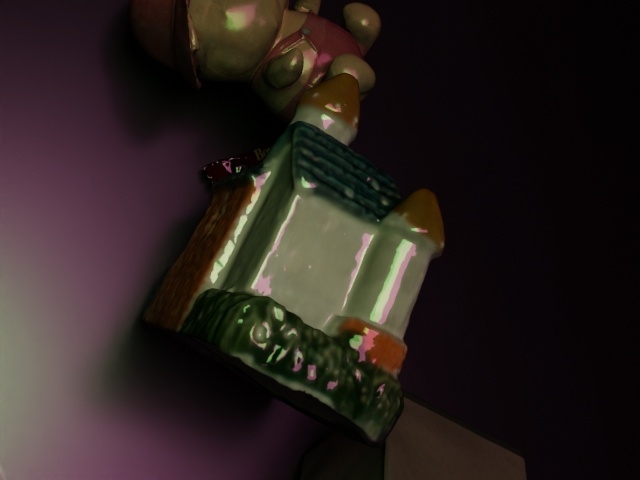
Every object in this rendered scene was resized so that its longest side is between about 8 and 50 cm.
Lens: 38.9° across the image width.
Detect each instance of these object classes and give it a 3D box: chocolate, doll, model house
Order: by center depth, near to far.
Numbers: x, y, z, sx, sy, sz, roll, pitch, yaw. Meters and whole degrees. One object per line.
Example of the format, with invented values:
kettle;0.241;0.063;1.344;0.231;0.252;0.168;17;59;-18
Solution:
model house;0.000;0.000;0.815;0.190;0.271;0.300;28;79;-20
doll;-0.068;-0.210;0.916;0.256;0.196;0.152;22;97;-8
chocolate;-0.038;-0.081;0.991;0.182;0.028;0.086;-28;88;-29

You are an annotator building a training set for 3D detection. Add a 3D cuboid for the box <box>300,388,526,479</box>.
box;0.082;0.294;0.832;0.188;0.153;0.252;30;37;-20
